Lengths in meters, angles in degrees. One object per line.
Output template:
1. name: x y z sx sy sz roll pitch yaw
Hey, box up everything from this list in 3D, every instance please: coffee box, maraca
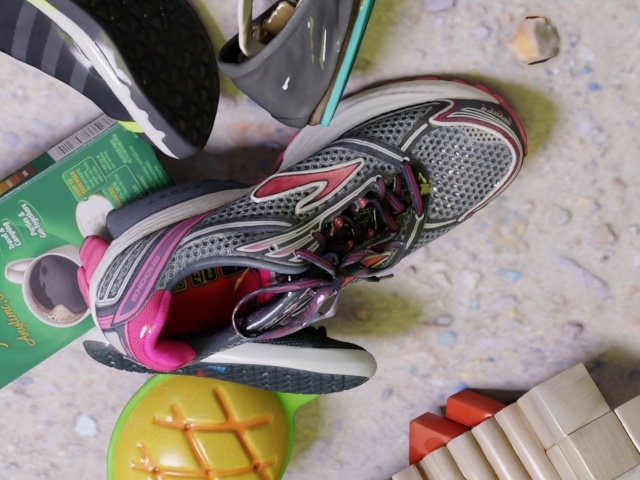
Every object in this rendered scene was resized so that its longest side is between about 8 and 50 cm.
1. coffee box: -0.175 0.007 1.274 0.184 0.040 0.113 -35 115 -8
2. maraca: -0.074 0.132 1.400 0.127 0.099 0.185 31 98 -20

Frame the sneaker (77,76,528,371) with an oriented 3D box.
1. sneaker: 0.000 0.000 1.245 0.299 0.112 0.121 -27 120 -8

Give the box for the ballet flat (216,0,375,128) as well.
1. ballet flat: 0.011 -0.181 1.150 0.096 0.095 0.280 26 125 -4

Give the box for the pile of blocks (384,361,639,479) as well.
1. pile of blocks: 0.089 0.187 1.453 0.362 0.149 0.112 -33 79 13

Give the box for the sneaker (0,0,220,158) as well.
1. sneaker: -0.156 -0.139 1.207 0.097 0.084 0.234 -12 131 40

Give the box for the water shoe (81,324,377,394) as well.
1. water shoe: -0.059 0.053 1.336 0.203 0.080 0.073 8 161 -6
